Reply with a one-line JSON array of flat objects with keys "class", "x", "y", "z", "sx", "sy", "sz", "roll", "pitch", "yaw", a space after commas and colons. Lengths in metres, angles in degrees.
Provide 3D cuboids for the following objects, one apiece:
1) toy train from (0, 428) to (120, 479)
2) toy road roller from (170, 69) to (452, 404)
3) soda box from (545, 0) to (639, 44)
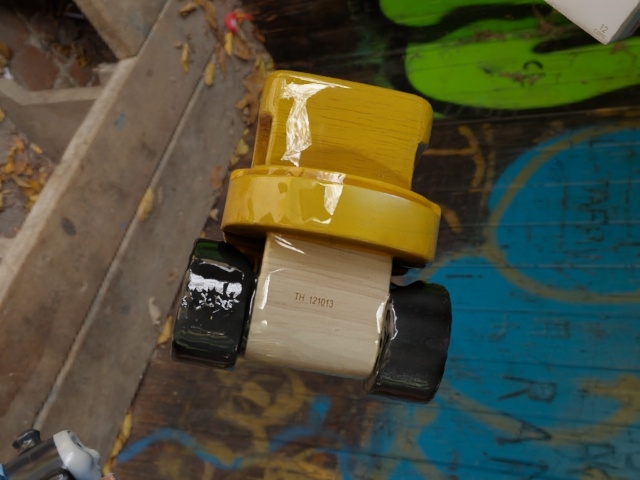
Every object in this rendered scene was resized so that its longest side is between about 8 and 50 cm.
[{"class": "toy train", "x": -0.168, "y": 0.165, "z": 0.328, "sx": 0.184, "sy": 0.105, "sz": 0.080, "roll": -30, "pitch": 161, "yaw": -19}, {"class": "toy road roller", "x": 0.000, "y": 0.000, "z": 0.621, "sx": 0.329, "sy": 0.202, "sz": 0.240, "roll": 132, "pitch": -31, "yaw": -81}, {"class": "soda box", "x": 0.187, "y": -0.259, "z": 0.590, "sx": 0.074, "sy": 0.216, "sz": 0.069, "roll": -28, "pitch": 156, "yaw": -46}]
